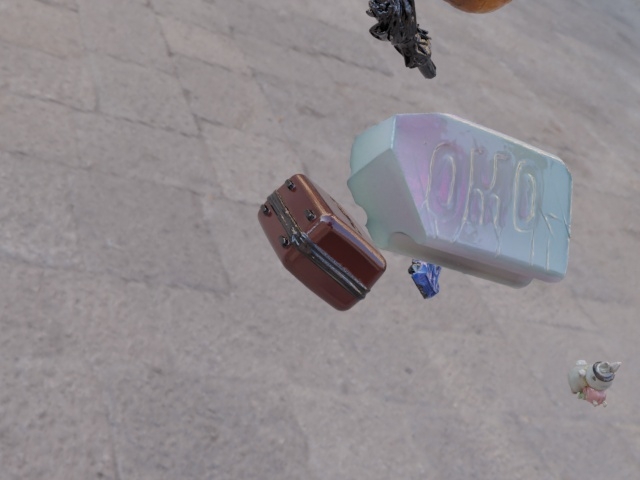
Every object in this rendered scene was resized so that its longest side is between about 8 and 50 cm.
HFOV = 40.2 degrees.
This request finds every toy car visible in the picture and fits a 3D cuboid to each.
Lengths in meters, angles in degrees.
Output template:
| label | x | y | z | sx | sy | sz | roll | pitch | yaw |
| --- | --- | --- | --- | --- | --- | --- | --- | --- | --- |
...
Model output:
| label | x | y | z | sx | sy | sz | roll | pitch | yaw |
| --- | --- | --- | --- | --- | --- | --- | --- | --- | --- |
| toy car | 0.264 | 0.046 | 2.158 | 0.103 | 0.063 | 0.216 | 56 | 31 | -38 |

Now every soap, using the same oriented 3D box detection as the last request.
| label | x | y | z | sx | sy | sz | roll | pitch | yaw |
| --- | --- | --- | --- | --- | --- | --- | --- | --- | --- |
| soap | 0.212 | -0.066 | 1.312 | 0.347 | 0.115 | 0.208 | 16 | 72 | -28 |

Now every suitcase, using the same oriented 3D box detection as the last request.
| label | x | y | z | sx | sy | sz | roll | pitch | yaw |
| --- | --- | --- | --- | --- | --- | --- | --- | --- | --- |
| suitcase | 0.000 | 0.000 | 1.938 | 0.236 | 0.161 | 0.297 | 40 | 7 | -30 |

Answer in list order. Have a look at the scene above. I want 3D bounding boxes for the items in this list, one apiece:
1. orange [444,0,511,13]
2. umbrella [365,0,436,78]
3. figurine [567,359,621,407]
| label | x | y | z | sx | sy | sz | roll | pitch | yaw |
| --- | --- | --- | --- | --- | --- | --- | --- | --- | --- |
| orange | 0.385 | -0.680 | 2.121 | 0.261 | 0.261 | 0.261 | 22 | 28 | -12 |
| umbrella | 0.195 | -0.449 | 1.951 | 0.118 | 0.118 | 0.340 | 44 | 5 | 28 |
| figurine | 0.594 | 0.302 | 1.858 | 0.081 | 0.146 | 0.098 | -18 | 86 | -16 |
